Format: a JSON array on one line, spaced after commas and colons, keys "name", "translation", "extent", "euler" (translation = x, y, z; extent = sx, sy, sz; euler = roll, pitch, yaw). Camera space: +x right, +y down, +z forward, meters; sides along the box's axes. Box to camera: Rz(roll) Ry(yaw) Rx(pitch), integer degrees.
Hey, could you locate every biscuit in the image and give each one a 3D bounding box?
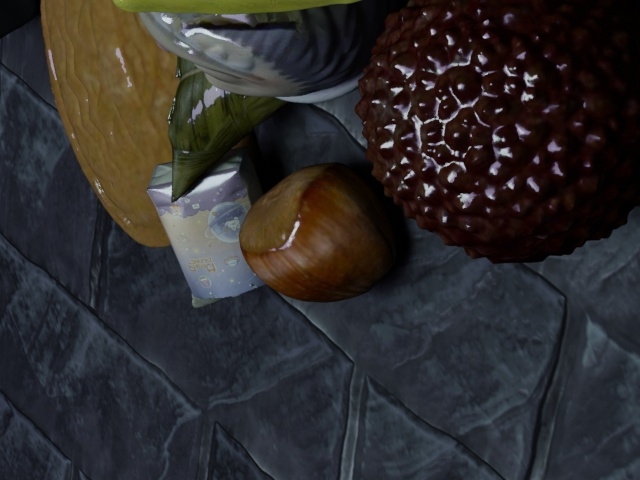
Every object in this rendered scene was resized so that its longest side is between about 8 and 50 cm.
[{"name": "biscuit", "translation": [-0.211, -0.189, 2.276], "extent": [0.365, 0.062, 0.385], "euler": [-27, 83, 54]}]

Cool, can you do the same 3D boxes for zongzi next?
[{"name": "zongzi", "translation": [-0.070, -0.131, 2.026], "extent": [0.205, 0.094, 0.204], "euler": [8, 86, 39]}]

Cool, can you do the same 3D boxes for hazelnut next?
[{"name": "hazelnut", "translation": [0.000, 0.000, 2.018], "extent": [0.150, 0.150, 0.150], "euler": [27, 125, 45]}]

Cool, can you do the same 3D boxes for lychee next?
[{"name": "lychee", "translation": [0.161, -0.108, 1.650], "extent": [0.300, 0.264, 0.264], "euler": [-38, 74, 57]}]

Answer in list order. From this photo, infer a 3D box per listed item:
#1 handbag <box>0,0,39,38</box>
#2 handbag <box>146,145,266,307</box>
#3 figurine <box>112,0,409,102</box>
[{"name": "handbag", "translation": [-0.466, -0.422, 2.418], "extent": [0.302, 0.178, 0.275], "euler": [47, 153, 32]}, {"name": "handbag", "translation": [-0.108, -0.012, 2.158], "extent": [0.117, 0.095, 0.173], "euler": [-10, 118, 17]}, {"name": "figurine", "translation": [-0.024, -0.290, 1.821], "extent": [0.266, 0.378, 0.361], "euler": [14, 77, 11]}]
